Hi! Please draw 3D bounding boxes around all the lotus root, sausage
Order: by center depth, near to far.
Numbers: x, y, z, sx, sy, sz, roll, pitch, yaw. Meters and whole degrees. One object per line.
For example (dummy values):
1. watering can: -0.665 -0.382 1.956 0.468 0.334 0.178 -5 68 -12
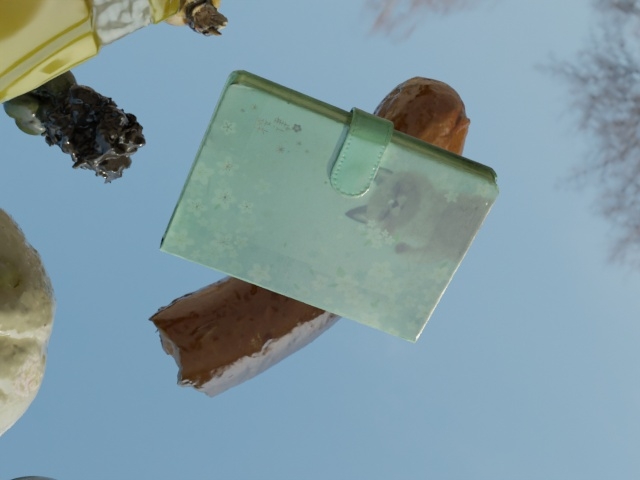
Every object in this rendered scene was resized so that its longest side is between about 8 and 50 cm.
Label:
1. sausage: 0.003 0.003 0.946 0.103 0.302 0.076 55 164 -28
2. lotus root: -0.125 -0.231 1.131 0.072 0.063 0.152 -11 -122 -38

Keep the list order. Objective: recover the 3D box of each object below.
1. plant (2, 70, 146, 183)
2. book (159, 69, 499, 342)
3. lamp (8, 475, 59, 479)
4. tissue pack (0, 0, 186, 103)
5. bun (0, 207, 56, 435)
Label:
1. plant: -0.223 -0.111 1.142 0.174 0.085 0.087 29 -126 26
2. book: 0.005 -0.015 0.603 0.135 0.103 0.017 21 -152 -10
3. lamp: -0.196 0.211 0.866 0.105 0.105 0.105 22 -146 -16
4. tissue pack: -0.230 -0.292 0.686 0.228 0.382 0.293 -25 -115 -13
5. bun: -0.462 0.079 1.328 0.365 0.219 0.365 1 -106 -2
